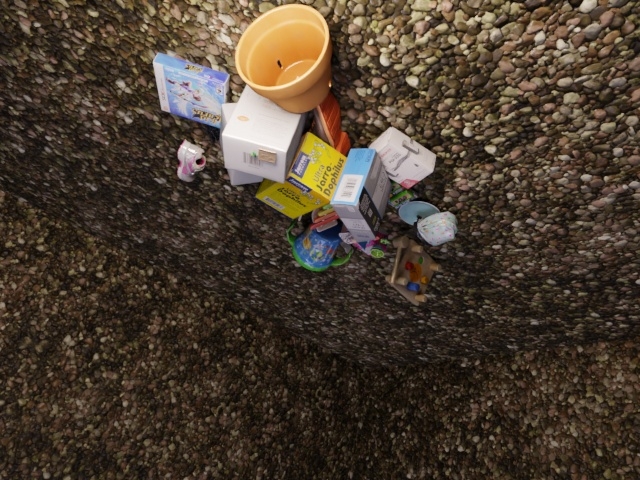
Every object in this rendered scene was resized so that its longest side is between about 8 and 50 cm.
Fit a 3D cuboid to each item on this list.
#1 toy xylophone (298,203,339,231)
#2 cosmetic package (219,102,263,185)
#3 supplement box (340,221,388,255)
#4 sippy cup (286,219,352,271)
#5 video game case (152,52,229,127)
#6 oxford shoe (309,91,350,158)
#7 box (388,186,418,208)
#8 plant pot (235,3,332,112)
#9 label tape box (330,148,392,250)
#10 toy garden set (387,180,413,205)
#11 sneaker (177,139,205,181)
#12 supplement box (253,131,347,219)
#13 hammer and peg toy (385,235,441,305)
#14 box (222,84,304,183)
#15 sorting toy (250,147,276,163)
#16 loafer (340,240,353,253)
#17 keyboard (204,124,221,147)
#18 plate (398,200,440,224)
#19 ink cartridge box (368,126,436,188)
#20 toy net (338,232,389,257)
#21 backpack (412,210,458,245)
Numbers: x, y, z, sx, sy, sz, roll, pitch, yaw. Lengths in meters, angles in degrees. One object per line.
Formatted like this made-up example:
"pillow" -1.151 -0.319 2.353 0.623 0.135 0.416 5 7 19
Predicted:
"toy xylophone" 0.022 -0.146 2.063 0.081 0.236 0.323 58 163 18
"cosmetic package" -0.299 -0.372 1.772 0.138 0.224 0.225 -11 156 -19
"supplement box" 0.216 -0.033 2.224 0.220 0.111 0.114 36 143 -31
"sippy cup" 0.000 0.000 2.298 0.305 0.240 0.224 -3 147 -28
"video game case" -0.482 -0.559 1.745 0.269 0.061 0.244 17 151 -1
"oxford shoe" 0.006 -0.413 1.687 0.132 0.130 0.364 10 150 23
"box" 0.340 -0.193 1.978 0.094 0.027 0.137 30 147 -21
"plant pot" -0.085 -0.533 1.409 0.290 0.291 0.203 4 165 20
"label tape box" 0.183 -0.144 1.748 0.115 0.249 0.348 5 152 32
"toy garden set" 0.235 -0.214 1.939 0.244 0.049 0.204 38 145 -18
"sneaker" -0.587 -0.347 2.107 0.111 0.103 0.252 20 151 -3
"supplement box" -0.083 -0.237 1.787 0.195 0.194 0.356 30 159 -21
"hammer and peg toy" 0.427 0.139 2.261 0.361 0.266 0.127 38 162 -35
"box" -0.175 -0.399 1.573 0.215 0.345 0.168 16 149 2
"sorting toy" -0.179 -0.269 1.434 0.083 0.012 0.062 14 153 -3
"loafer" 0.138 0.028 2.446 0.045 0.039 0.125 -31 138 10
"keyboard" -0.434 -0.422 1.941 0.100 0.038 0.192 26 160 24
"plate" 0.445 -0.124 2.048 0.188 0.024 0.188 13 151 7
"ink cartridge box" 0.303 -0.310 1.741 0.218 0.092 0.158 29 148 -17
"toy net" 0.198 0.008 2.145 0.232 0.045 0.122 17 149 -3
"backpack" 0.512 -0.050 2.000 0.152 0.115 0.182 37 141 -28
